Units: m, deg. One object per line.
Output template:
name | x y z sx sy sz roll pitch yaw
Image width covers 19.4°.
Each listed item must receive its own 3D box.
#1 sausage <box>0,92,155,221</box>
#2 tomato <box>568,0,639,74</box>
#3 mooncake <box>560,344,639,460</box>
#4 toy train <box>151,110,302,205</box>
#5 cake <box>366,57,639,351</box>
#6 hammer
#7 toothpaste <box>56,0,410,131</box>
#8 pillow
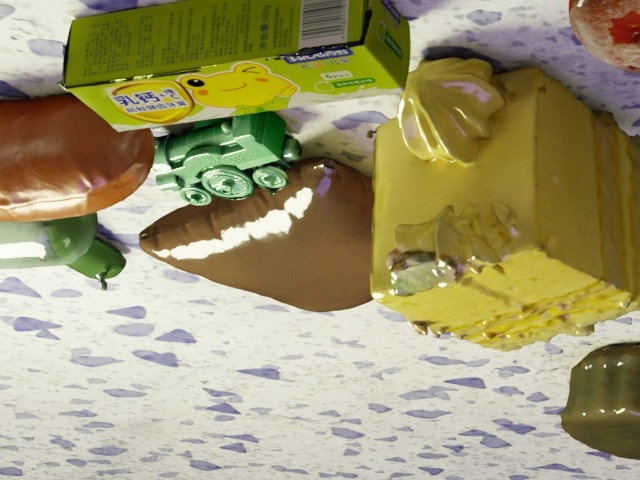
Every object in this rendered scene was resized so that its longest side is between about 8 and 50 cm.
sausage | -0.294 -0.084 1.980 0.258 0.133 0.133 -5 157 20
tomato | 0.355 -0.233 1.459 0.338 0.144 0.338 5 162 1
mooncake | 0.457 0.226 2.639 0.228 0.124 0.228 9 159 3
toy train | -0.108 -0.091 2.004 0.178 0.071 0.104 -13 145 34
cake | 0.171 -0.038 1.877 0.286 0.228 0.222 21 149 -40
hammer | -0.325 0.003 2.249 0.206 0.119 0.335 -2 164 20
toothpaste | -0.080 -0.176 1.772 0.327 0.077 0.110 -6 158 24
pillow | 0.000 0.000 2.167 0.305 0.108 0.307 -20 152 38
